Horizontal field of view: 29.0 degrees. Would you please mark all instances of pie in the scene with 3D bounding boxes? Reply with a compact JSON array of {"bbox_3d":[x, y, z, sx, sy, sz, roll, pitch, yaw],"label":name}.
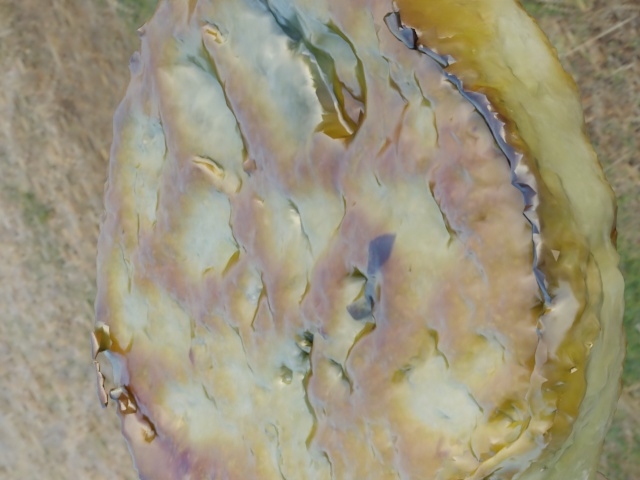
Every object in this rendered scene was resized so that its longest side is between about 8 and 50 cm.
[{"bbox_3d":[0.000,0.000,0.526,0.315,0.092,0.315,9,102,52],"label":"pie"}]

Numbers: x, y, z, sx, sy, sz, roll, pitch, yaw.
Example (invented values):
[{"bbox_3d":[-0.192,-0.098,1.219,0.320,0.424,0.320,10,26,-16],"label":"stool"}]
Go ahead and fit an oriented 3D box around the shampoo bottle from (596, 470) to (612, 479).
[{"bbox_3d":[0.122,0.160,0.768,0.257,0.078,0.127,29,169,-25],"label":"shampoo bottle"}]
